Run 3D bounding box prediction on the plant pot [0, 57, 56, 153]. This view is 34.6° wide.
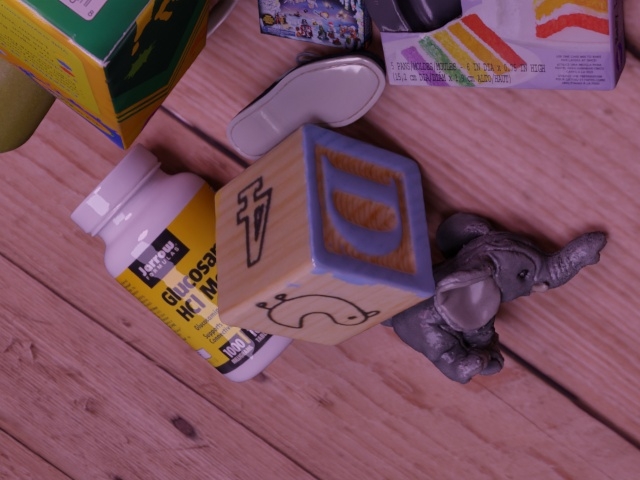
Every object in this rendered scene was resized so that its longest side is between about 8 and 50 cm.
[{"bbox_3d":[-0.380,-0.299,1.246,0.293,0.275,0.275,-37,105,28],"label":"plant pot"}]

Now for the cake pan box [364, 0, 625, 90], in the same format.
[{"bbox_3d":[0.172,-0.276,1.056,0.267,0.070,0.245,7,129,26],"label":"cake pan box"}]

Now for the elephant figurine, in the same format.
[{"bbox_3d":[0.201,0.046,1.285,0.169,0.186,0.239,51,135,33],"label":"elephant figurine"}]

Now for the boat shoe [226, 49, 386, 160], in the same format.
[{"bbox_3d":[-0.012,-0.173,1.245,0.095,0.079,0.254,45,138,-15],"label":"boat shoe"}]

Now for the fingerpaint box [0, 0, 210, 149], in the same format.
[{"bbox_3d":[-0.316,-0.303,0.926,0.445,0.163,0.371,36,171,-3],"label":"fingerpaint box"}]

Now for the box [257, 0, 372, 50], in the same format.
[{"bbox_3d":[-0.008,-0.275,1.189,0.137,0.027,0.094,14,132,20],"label":"box"}]

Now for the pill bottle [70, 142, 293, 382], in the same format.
[{"bbox_3d":[-0.178,0.028,1.440,0.334,0.188,0.188,43,136,-10],"label":"pill bottle"}]

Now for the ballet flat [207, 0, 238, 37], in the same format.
[{"bbox_3d":[-0.126,-0.338,1.138,0.139,0.139,0.400,35,130,-2],"label":"ballet flat"}]

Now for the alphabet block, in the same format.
[{"bbox_3d":[0.000,0.000,1.266,0.192,0.193,0.197,16,147,-33],"label":"alphabet block"}]
